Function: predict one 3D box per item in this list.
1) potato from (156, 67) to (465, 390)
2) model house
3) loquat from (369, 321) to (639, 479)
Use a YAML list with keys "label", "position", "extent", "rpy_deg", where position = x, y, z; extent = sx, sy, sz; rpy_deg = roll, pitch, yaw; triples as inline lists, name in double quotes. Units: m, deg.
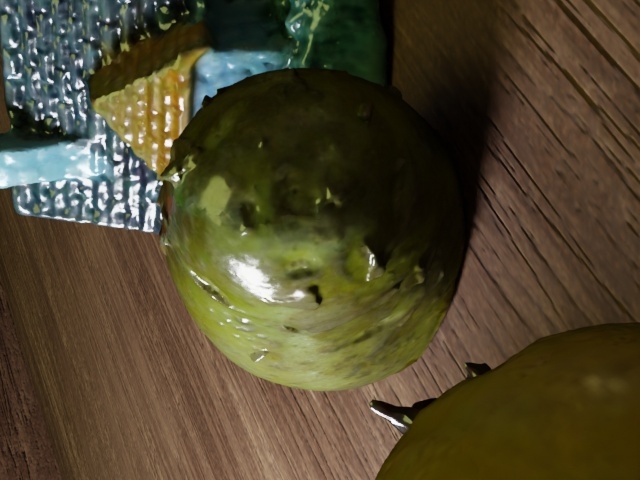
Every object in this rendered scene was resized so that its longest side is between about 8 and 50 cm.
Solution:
- label: "potato"
  position: [0.000, 0.000, 0.778]
  extent: [0.298, 0.176, 0.141]
  rpy_deg: [71, -179, -66]
- label: "model house"
  position: [-0.109, -0.124, 0.885]
  extent: [0.226, 0.241, 0.261]
  rpy_deg: [-124, 31, -52]
- label: "loquat"
  position: [0.109, 0.141, 0.458]
  extent: [0.244, 0.244, 0.243]
  rpy_deg: [170, 90, -70]
